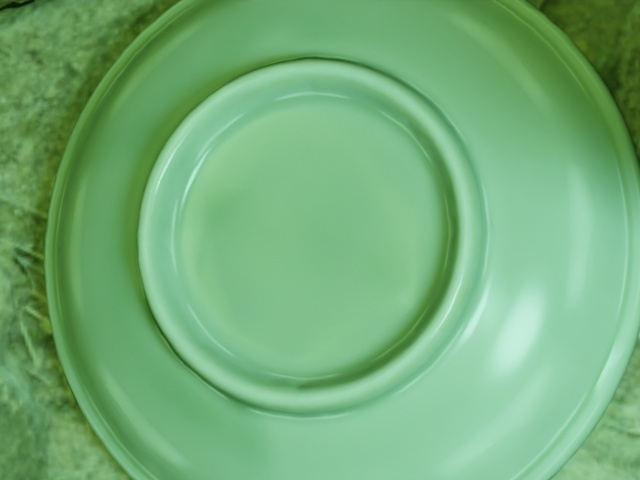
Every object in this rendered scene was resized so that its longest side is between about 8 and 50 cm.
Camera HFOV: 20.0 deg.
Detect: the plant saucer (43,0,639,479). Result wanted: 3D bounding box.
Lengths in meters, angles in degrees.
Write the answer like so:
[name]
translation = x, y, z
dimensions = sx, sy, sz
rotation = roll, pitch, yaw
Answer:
[plant saucer]
translation = 0.000, 0.000, 1.132
dimensions = 0.400, 0.100, 0.401
rotation = -2, 82, 15
